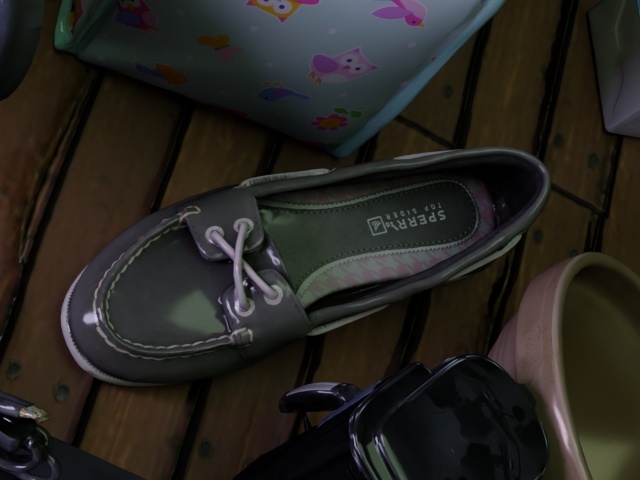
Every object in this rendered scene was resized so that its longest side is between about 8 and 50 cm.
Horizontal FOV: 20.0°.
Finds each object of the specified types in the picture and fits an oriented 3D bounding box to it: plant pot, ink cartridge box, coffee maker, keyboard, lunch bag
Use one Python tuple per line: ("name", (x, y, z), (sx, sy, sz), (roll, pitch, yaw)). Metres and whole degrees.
("plant pot", (0.160, 0.136, 1.118), (0.237, 0.110, 0.237), (39, 39, -40))
("ink cartridge box", (0.297, -0.126, 1.366), (0.181, 0.061, 0.104), (8, 65, -28))
("coffee maker", (0.023, 0.155, 1.010), (0.120, 0.178, 0.171), (36, 55, -11))
("keyboard", (-0.202, 0.075, 0.852), (0.317, 0.201, 0.033), (23, 73, 6))
("lunch bag", (-0.010, -0.186, 1.091), (0.223, 0.262, 0.160), (18, 61, -22))

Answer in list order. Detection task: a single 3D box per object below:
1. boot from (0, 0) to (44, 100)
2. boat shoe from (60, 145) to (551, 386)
("boot", (-0.405, -0.151, 0.837), (0.445, 0.146, 0.367), (-15, 44, -44))
("boat shoe", (0.000, 0.000, 1.117), (0.335, 0.095, 0.112), (-16, 78, -34))
